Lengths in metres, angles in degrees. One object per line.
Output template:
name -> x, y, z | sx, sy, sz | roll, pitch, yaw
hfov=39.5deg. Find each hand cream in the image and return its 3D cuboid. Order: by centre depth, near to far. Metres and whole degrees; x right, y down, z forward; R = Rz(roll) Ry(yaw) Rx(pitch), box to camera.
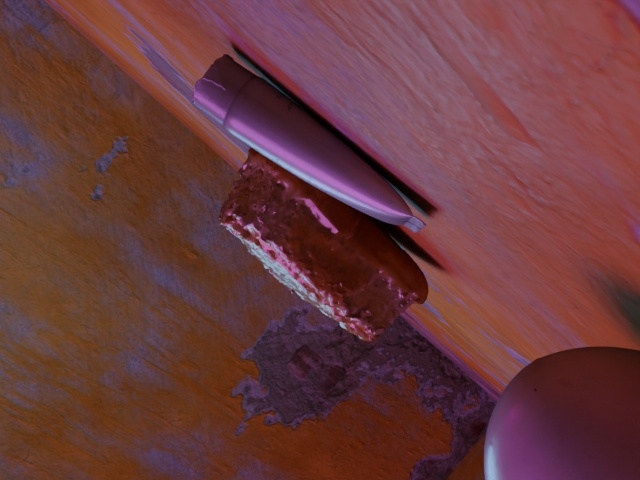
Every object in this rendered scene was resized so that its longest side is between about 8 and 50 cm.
hand cream -> -0.005, -0.068, 0.689 | 0.205, 0.050, 0.078 | 35, 175, 2

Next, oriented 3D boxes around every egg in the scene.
egg -> 0.170, 0.139, 0.473 | 0.209, 0.151, 0.151 | 46, 176, -22

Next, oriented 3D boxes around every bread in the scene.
bread -> 0.000, 0.000, 0.967 | 0.245, 0.121, 0.174 | 45, 168, -17
